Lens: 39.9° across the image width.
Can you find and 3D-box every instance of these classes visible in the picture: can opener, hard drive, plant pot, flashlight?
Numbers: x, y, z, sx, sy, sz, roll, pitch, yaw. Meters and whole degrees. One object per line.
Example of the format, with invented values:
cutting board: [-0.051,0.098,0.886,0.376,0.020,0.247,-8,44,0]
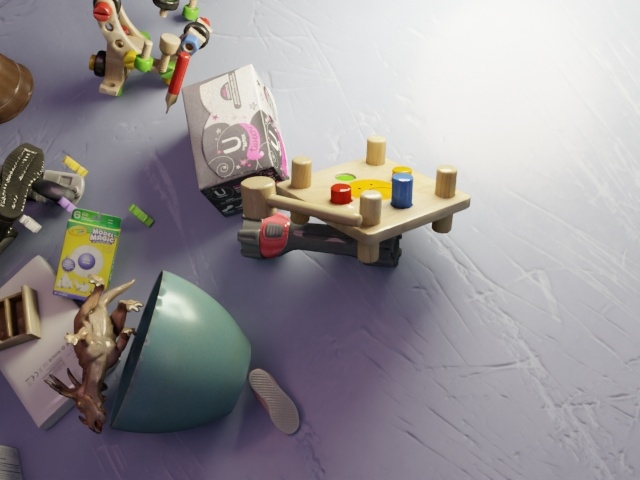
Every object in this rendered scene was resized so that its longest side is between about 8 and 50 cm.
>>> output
can opener: [-0.638,-0.128,1.919,0.281,0.093,0.074,8,77,23]
hard drive: [-0.566,0.202,1.791,0.203,0.040,0.307,-43,63,-2]
plant pot: [-0.775,-0.375,2.015,0.167,0.165,0.166,-6,69,15]
plant pot: [-0.237,0.219,1.576,0.196,0.290,0.290,19,73,-13]
flashlight: [0.000,0.000,1.666,0.304,0.103,0.103,6,38,15]

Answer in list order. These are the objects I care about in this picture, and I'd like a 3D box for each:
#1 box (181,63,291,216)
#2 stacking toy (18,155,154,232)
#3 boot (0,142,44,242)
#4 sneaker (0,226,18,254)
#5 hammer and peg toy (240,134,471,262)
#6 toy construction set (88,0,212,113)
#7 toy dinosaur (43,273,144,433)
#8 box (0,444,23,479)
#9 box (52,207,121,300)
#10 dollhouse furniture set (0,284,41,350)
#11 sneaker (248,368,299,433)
box: [-0.165,-0.201,1.766,0.163,0.142,0.247,-18,66,11]
stacking toy: [-0.482,-0.043,1.810,0.221,0.052,0.167,38,85,-5]
boot: [-0.646,-0.097,1.834,0.077,0.137,0.197,27,49,-17]
sneaker: [-0.739,0.078,1.876,0.108,0.100,0.271,41,82,2]
hammer and peg toy: [0.055,-0.061,1.528,0.361,0.127,0.266,-20,35,-36]
toy construction set: [-0.369,-0.375,1.883,0.237,0.258,0.308,-65,36,35]
toy dinosaur: [-0.434,0.195,1.675,0.127,0.200,0.295,20,41,-18]
box: [-0.628,0.459,1.662,0.072,0.126,0.137,-25,64,9]
box: [-0.467,0.031,1.773,0.105,0.043,0.179,12,92,-10]
dollhouse furniture set: [-0.678,0.135,1.694,0.161,0.242,0.212,-19,66,9]
sneaker: [-0.086,0.289,1.607,0.051,0.070,0.134,-35,92,-8]
